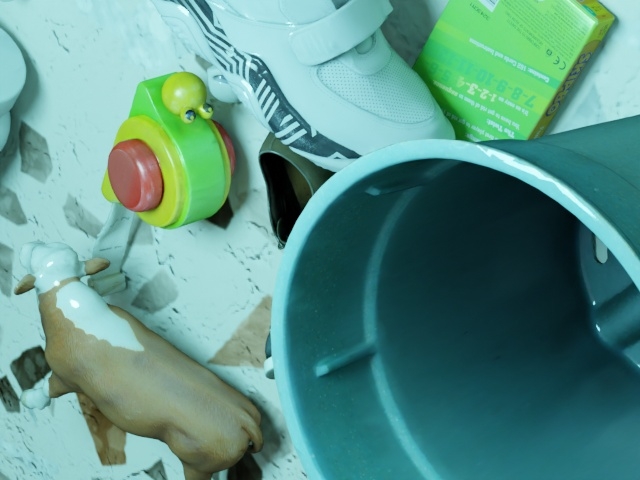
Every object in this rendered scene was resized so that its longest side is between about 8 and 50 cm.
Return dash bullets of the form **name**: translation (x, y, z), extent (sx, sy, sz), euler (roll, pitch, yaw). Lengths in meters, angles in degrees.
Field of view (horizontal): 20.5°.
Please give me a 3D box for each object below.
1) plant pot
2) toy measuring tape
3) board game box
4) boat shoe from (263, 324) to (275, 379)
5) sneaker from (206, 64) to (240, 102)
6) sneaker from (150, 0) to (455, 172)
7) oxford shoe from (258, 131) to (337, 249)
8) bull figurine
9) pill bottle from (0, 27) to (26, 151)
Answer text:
- **plant pot**: translation (0.199, 0.058, 1.255), extent (0.341, 0.334, 0.341), euler (16, 116, 36)
- **toy measuring tape**: translation (-0.156, -0.027, 1.700), extent (0.121, 0.121, 0.330), euler (44, 138, 21)
- **board game box**: translation (0.131, -0.119, 1.458), extent (0.124, 0.039, 0.259), euler (45, 127, 21)
- **boat shoe**: translation (0.030, 0.054, 1.432), extent (0.114, 0.302, 0.091), euler (-14, 86, 19)
- **sneaker**: translation (-0.032, -0.220, 1.535), extent (0.104, 0.095, 0.236), euler (20, 123, 28)
- **sneaker**: translation (-0.007, -0.213, 1.386), extent (0.366, 0.137, 0.210), euler (42, 133, -1)
- **oxford shoe**: translation (0.000, 0.000, 1.564), extent (0.083, 0.096, 0.227), euler (-8, 115, 44)
- **bull figurine**: translation (-0.197, 0.134, 1.751), extent (0.310, 0.101, 0.188), euler (39, 143, 5)
- **pill bottle**: translation (-0.424, -0.108, 1.868), extent (0.162, 0.162, 0.278), euler (52, 131, 14)
